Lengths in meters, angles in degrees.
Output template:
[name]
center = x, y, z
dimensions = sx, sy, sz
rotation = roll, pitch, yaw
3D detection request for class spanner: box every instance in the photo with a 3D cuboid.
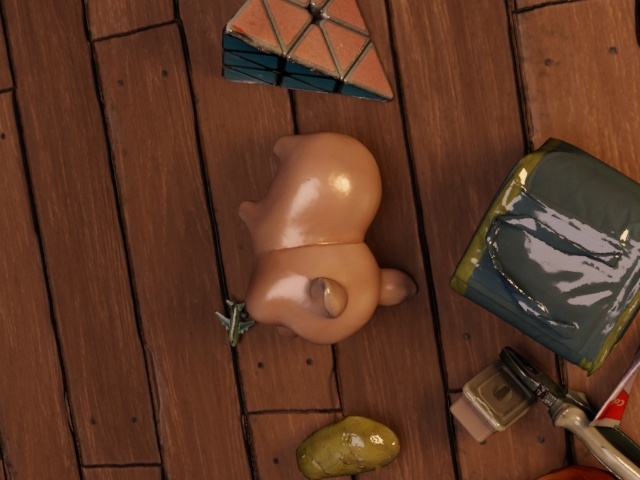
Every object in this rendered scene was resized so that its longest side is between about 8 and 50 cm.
[spanner]
center = 0.385, 0.267, 1.801
dimensions = 0.325, 0.096, 0.040
rotation = 42, 115, 16

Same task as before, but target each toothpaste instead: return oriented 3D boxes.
[toothpaste]
center = 0.470, 0.137, 1.739
dimensions = 0.048, 0.075, 0.301
rotation = 32, 102, 13

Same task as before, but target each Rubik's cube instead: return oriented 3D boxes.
[Rubik's cube]
center = -0.044, -0.319, 1.915
dimensions = 0.228, 0.233, 0.228
rotation = -20, 131, -6

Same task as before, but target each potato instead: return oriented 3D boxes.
[potato]
center = 0.038, 0.335, 2.008
dimensions = 0.188, 0.085, 0.105
rotation = -27, 106, 32

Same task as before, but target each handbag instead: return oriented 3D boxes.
[handbag]
center = 0.345, 0.017, 1.717
dimensions = 0.241, 0.222, 0.263
rotation = 34, 113, 15

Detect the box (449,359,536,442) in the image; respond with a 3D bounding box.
[box]
center = 0.254, 0.243, 1.858
dimensions = 0.089, 0.122, 0.062
rotation = 48, 127, 13

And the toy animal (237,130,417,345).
[toy animal]
center = 0.000, 0.000, 1.916
dimensions = 0.269, 0.237, 0.326
rotation = 35, 110, 31

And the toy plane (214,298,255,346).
[toy plane]
center = -0.143, 0.139, 2.102
dimensions = 0.080, 0.033, 0.083
rotation = 11, 110, 26

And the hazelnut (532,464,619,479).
[hazelnut]
center = 0.338, 0.444, 1.767
dimensions = 0.241, 0.261, 0.261
rotation = 23, 112, -14
